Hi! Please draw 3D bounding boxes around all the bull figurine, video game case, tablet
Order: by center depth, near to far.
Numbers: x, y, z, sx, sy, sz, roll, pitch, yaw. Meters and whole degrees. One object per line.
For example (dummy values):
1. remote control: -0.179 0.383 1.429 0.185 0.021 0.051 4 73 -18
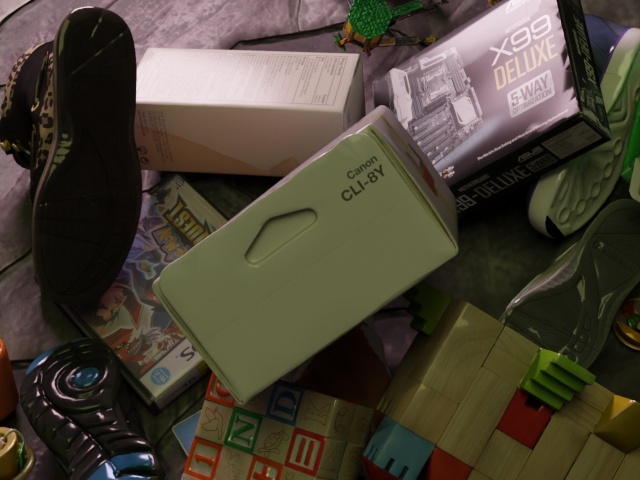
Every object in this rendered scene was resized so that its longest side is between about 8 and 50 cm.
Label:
1. bull figurine: 0.028 0.210 1.465 0.188 0.101 0.310 -28 55 -5
2. tablet: -0.142 0.249 1.521 0.054 0.006 0.083 -30 58 -11
3. video game case: -0.205 0.060 1.638 0.248 0.035 0.275 -39 60 -16

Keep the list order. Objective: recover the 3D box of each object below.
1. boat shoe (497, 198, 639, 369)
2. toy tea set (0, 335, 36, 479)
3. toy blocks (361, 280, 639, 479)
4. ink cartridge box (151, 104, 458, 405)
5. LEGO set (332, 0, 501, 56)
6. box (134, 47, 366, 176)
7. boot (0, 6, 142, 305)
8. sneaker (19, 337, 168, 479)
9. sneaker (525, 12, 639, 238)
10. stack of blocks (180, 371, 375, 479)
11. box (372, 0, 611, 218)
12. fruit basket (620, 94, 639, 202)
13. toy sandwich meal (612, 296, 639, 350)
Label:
1. boat shoe: 0.299 0.086 1.513 0.118 0.103 0.320 37 74 7
2. toy tea set: -0.448 0.220 1.453 0.200 0.124 0.336 -22 29 -11
3. toy blocks: 0.193 0.245 1.326 0.381 0.191 0.261 32 85 -12
4. ink cartridge box: 0.000 0.000 1.369 0.279 0.385 0.160 -36 93 10
5. LEGO set: 0.134 -0.410 1.843 0.331 0.192 0.255 -30 87 -7
6. box: -0.101 -0.177 1.708 0.311 0.121 0.148 5 42 12
7. boot: -0.348 -0.112 1.666 0.138 0.284 0.378 0 93 -27
8. sneaker: -0.266 0.247 1.472 0.125 0.140 0.341 -23 38 -11
9. sneaker: 0.296 -0.167 1.673 0.236 0.130 0.323 19 74 41
10. stack of blocks: -0.068 0.301 1.352 0.171 0.087 0.297 11 82 34
11. box: 0.212 -0.172 1.606 0.307 0.076 0.243 -28 49 33
12. fruit basket: 0.566 -0.109 1.533 0.353 0.165 0.327 23 58 -1
13. toy sandwich meal: 0.401 0.100 1.517 0.085 0.029 0.086 -4 56 6
